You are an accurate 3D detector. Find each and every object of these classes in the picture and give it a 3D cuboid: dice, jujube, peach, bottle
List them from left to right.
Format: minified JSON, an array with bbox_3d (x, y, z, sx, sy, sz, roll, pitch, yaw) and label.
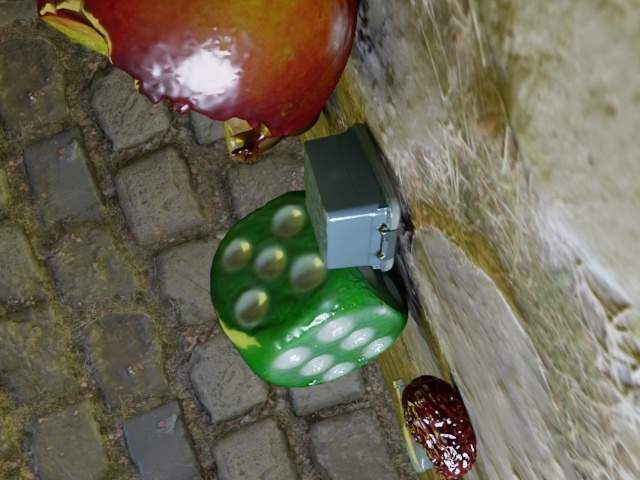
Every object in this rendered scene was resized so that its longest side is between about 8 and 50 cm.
[{"bbox_3d":[-0.116,-0.288,0.634,0.335,0.310,0.406,33,-174,8],"label":"peach"},{"bbox_3d":[-0.018,0.098,1.080,0.297,0.287,0.300,37,-154,-50],"label":"dice"},{"bbox_3d":[0.276,0.544,1.617,0.083,0.083,0.269,74,180,-70],"label":"bottle"},{"bbox_3d":[0.202,0.302,0.894,0.166,0.104,0.104,59,176,13],"label":"jujube"}]

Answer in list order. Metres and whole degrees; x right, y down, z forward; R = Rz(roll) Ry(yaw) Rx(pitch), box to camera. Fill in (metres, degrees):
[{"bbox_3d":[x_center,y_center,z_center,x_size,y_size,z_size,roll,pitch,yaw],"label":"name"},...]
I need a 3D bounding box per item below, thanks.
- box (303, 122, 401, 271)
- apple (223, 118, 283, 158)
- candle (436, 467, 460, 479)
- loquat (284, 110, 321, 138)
[{"bbox_3d":[0.050,-0.067,0.881,0.162,0.130,0.227,90,167,-48],"label":"box"},{"bbox_3d":[-0.141,-0.327,1.187,0.293,0.163,0.251,113,148,-68],"label":"apple"},{"bbox_3d":[0.291,0.529,1.287,0.048,0.051,0.329,35,-154,-44],"label":"candle"},{"bbox_3d":[-0.103,-0.365,1.399,0.213,0.213,0.213,161,90,-89],"label":"loquat"}]
